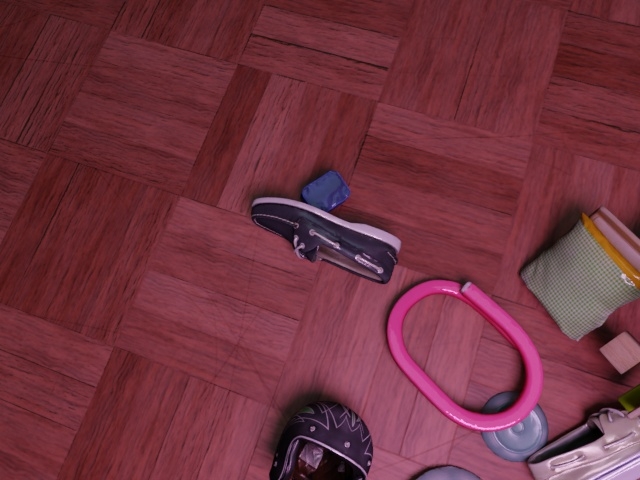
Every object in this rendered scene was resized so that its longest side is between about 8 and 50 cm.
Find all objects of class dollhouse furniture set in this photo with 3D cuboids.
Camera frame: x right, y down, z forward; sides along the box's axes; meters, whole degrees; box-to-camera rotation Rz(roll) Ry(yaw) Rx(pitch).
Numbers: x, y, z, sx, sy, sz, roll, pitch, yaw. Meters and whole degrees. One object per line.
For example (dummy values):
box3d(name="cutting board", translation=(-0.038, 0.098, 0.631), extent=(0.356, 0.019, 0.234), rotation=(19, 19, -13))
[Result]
box3d(name="dollhouse furniture set", translation=(0.453, 0.101, 0.777), extent=(0.197, 0.151, 0.301), rotation=(-51, 54, 28))

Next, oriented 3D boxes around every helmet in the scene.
box3d(name="helmet", translation=(0.008, 0.348, 0.813), extent=(0.169, 0.169, 0.161), rotation=(32, 88, 12))

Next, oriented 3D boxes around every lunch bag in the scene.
box3d(name="lunch bag", translation=(0.005, -0.089, 0.987), extent=(0.098, 0.065, 0.067), rotation=(-32, 90, -5))

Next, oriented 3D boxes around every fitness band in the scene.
box3d(name="fitness band", translation=(0.254, 0.199, 0.883), extent=(0.209, 0.054, 0.291), rotation=(-42, 70, -8))

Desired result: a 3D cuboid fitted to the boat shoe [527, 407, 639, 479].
box3d(name="boat shoe", translation=(0.485, 0.329, 0.809), extent=(0.302, 0.109, 0.094), rotation=(-35, 83, -2))

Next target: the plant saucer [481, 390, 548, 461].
box3d(name="plant saucer", translation=(0.344, 0.328, 0.868), extent=(0.119, 0.021, 0.119), rotation=(-1, 74, 4))

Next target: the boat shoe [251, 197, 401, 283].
box3d(name="boat shoe", translation=(0.000, 0.000, 0.938), extent=(0.302, 0.114, 0.091), rotation=(16, 71, 9))

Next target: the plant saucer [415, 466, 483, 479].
box3d(name="plant saucer", translation=(0.224, 0.477, 0.805), extent=(0.195, 0.037, 0.195), rotation=(3, 66, -6))
